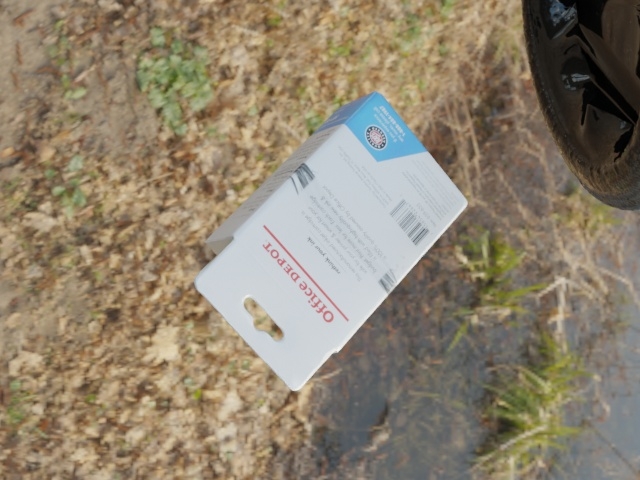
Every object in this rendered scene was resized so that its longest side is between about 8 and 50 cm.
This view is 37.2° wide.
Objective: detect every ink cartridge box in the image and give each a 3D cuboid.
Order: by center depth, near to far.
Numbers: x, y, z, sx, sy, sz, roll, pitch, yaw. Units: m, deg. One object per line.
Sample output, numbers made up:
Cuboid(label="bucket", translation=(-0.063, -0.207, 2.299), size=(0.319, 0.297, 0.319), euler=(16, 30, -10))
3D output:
Cuboid(label="ink cartridge box", translation=(0.000, 0.000, 0.632), size=(0.180, 0.060, 0.104), euler=(-46, 106, -19))

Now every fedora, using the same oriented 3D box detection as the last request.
Cuboid(label="fedora", translation=(0.280, -0.192, 0.781), size=(0.153, 0.334, 0.334), euler=(-7, 86, -5))
